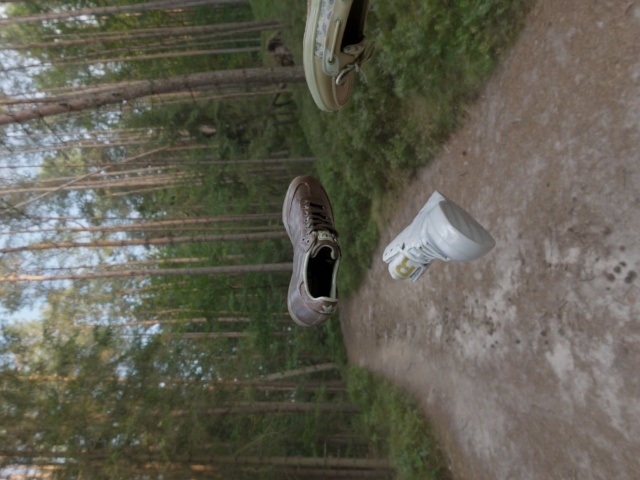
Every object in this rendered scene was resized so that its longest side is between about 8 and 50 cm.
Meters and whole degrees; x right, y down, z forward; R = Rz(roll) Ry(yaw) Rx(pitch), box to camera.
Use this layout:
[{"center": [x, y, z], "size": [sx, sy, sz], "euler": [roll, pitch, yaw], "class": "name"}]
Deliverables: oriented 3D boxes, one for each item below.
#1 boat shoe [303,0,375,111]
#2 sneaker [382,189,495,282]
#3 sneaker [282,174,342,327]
[{"center": [0.034, -0.310, 0.571], "size": [0.285, 0.089, 0.104], "euler": [87, -153, -51], "class": "boat shoe"}, {"center": [0.186, 0.019, 0.678], "size": [0.169, 0.108, 0.292], "euler": [-53, -2, 18], "class": "sneaker"}, {"center": [0.000, 0.000, 0.454], "size": [0.071, 0.066, 0.188], "euler": [-39, 50, 55], "class": "sneaker"}]
